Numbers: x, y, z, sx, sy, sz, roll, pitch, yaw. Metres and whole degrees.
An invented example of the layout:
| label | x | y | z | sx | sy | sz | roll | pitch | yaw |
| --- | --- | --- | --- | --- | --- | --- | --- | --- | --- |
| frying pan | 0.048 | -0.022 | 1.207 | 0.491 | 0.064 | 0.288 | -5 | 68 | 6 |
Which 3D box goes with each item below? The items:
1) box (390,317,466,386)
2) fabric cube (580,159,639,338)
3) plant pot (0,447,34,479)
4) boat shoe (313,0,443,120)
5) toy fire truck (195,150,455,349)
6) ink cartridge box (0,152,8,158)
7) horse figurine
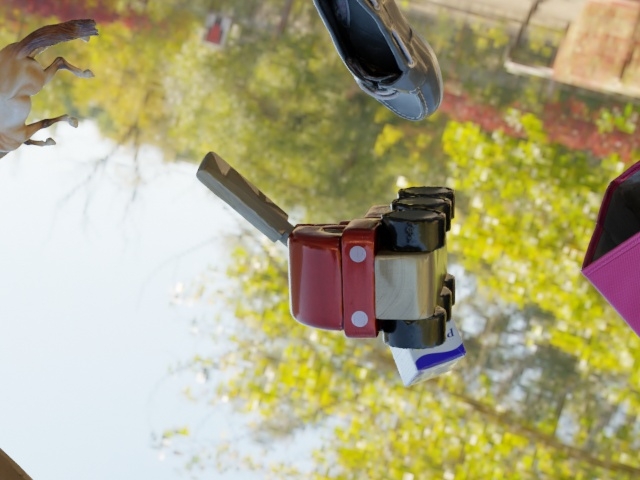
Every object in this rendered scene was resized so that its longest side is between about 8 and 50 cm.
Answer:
| label | x | y | z | sx | sy | sz | roll | pitch | yaw |
| --- | --- | --- | --- | --- | --- | --- | --- | --- | --- |
| box | 0.129 | 0.112 | 1.690 | 0.072 | 0.137 | 0.126 | -18 | 166 | -8 |
| fabric cube | 0.457 | 0.010 | 1.287 | 0.258 | 0.254 | 0.259 | 48 | -150 | -6 |
| plant pot | -0.199 | 0.164 | 0.509 | 0.237 | 0.237 | 0.110 | 17 | -142 | 22 |
| boat shoe | 0.050 | -0.237 | 1.458 | 0.112 | 0.095 | 0.335 | 14 | 150 | 33 |
| toy fire truck | 0.000 | 0.000 | 1.197 | 0.246 | 0.159 | 0.217 | 0 | -169 | 10 |
| ink cartridge box | -0.592 | -0.099 | 1.776 | 0.238 | 0.060 | 0.275 | 17 | -157 | 3 |
| horse figurine | -0.371 | -0.180 | 1.608 | 0.066 | 0.263 | 0.174 | 44 | -144 | 24 |
